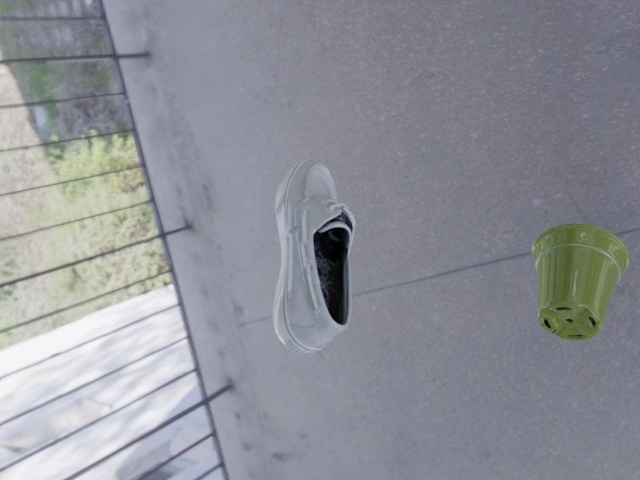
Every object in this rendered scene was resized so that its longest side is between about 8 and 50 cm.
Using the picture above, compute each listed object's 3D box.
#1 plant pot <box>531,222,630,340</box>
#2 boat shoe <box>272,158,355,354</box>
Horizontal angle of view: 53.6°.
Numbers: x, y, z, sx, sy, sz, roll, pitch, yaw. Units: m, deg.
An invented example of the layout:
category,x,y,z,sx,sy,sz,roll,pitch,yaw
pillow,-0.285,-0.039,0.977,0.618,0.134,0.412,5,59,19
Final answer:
category,x,y,z,sx,sy,sz,roll,pitch,yaw
plant pot,0.221,0.042,0.553,0.083,0.079,0.083,17,143,13
boat shoe,0.000,0.000,0.518,0.066,0.184,0.063,34,135,-29
